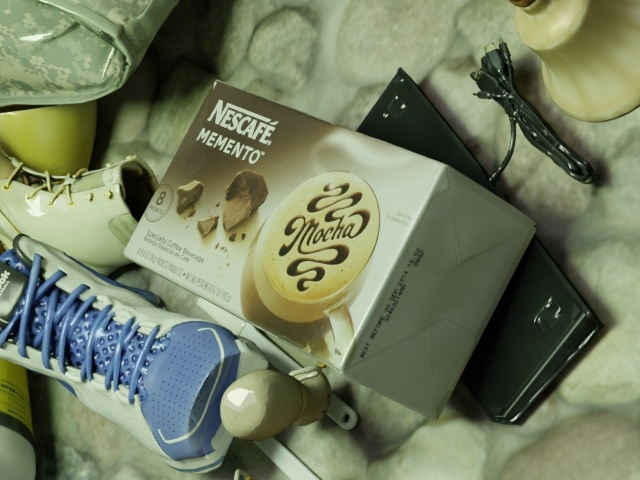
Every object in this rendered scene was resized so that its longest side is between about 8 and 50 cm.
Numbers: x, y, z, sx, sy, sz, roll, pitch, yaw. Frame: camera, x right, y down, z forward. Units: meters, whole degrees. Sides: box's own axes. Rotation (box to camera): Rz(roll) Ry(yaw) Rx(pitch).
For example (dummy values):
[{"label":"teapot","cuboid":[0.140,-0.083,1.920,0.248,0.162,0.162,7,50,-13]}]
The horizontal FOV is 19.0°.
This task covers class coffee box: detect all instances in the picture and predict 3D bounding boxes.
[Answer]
[{"label":"coffee box","cuboid":[0.000,0.000,1.477,0.297,0.119,0.168,25,87,49]}]

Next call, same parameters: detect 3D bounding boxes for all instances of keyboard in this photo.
[{"label":"keyboard","cuboid":[0.126,-0.028,1.475,0.201,0.033,0.317,-54,45,22]}]

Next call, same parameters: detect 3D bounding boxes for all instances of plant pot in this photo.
[{"label":"plant pot","cuboid":[-0.276,-0.083,1.843,0.134,0.134,0.095,2,102,45]}]

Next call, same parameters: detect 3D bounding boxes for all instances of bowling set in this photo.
[{"label":"bowling set","cuboid":[-0.036,0.254,1.461,0.200,0.154,0.287,40,101,17]}]

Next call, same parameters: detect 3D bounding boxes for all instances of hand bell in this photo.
[{"label":"hand bell","cuboid":[0.141,-0.184,1.370,0.126,0.242,0.126,-20,60,38]}]

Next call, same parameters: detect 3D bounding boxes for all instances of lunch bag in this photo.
[{"label":"lunch bag","cuboid":[-0.236,-0.248,1.784,0.287,0.169,0.235,-1,41,34]}]

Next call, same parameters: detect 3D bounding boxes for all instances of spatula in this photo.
[{"label":"spatula","cuboid":[-0.036,0.102,1.593,0.242,0.019,0.168,39,101,42]}]

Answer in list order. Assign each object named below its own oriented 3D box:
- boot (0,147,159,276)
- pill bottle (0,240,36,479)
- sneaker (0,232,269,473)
[{"label":"boot","cuboid":[-0.239,-0.047,1.730,0.165,0.213,0.077,-21,29,36]},{"label":"pill bottle","cuboid":[-0.376,0.091,1.808,0.188,0.188,0.334,-34,52,31]},{"label":"sneaker","cuboid":[-0.194,0.088,1.599,0.315,0.182,0.127,23,88,57]}]
